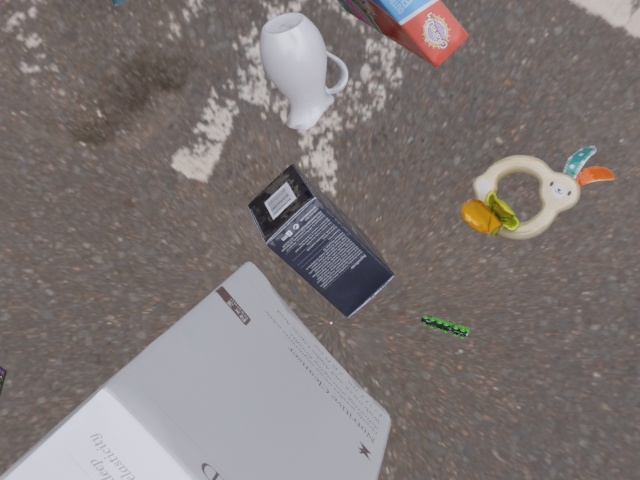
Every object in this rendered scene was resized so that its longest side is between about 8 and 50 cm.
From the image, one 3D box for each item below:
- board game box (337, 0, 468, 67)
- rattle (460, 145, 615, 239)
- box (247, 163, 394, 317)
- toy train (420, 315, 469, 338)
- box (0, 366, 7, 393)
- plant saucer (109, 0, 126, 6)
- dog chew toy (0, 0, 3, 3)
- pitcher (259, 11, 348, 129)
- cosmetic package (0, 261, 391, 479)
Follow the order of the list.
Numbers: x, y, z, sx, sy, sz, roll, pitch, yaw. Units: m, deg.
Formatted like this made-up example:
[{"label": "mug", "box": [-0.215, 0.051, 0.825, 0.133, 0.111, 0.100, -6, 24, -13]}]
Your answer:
[{"label": "board game box", "box": [0.050, -0.388, 1.388, 0.064, 0.316, 0.242, -46, 124, 4]}, {"label": "rattle", "box": [0.308, -0.077, 1.389, 0.199, 0.143, 0.130, -13, 69, 22]}, {"label": "box", "box": [0.000, 0.000, 1.577, 0.108, 0.153, 0.207, -43, 118, 6]}, {"label": "toy train", "box": [0.202, 0.138, 1.585, 0.083, 0.023, 0.017, 18, 115, 29]}, {"label": "box", "box": [-0.531, 0.209, 1.505, 0.062, 0.083, 0.052, 3, 65, 10]}, {"label": "plant saucer", "box": [-0.297, -0.557, 1.710, 0.043, 0.317, 0.318, 32, 86, -7]}, {"label": "dog chew toy", "box": [-0.601, -0.453, 1.606, 0.332, 0.206, 0.207, -26, 85, -14]}, {"label": "pitcher", "box": [-0.026, -0.348, 1.921, 0.125, 0.207, 0.178, 18, 51, 39]}, {"label": "cosmetic package", "box": [-0.080, 0.173, 0.760, 0.156, 0.385, 0.217, -42, 93, 12]}]
